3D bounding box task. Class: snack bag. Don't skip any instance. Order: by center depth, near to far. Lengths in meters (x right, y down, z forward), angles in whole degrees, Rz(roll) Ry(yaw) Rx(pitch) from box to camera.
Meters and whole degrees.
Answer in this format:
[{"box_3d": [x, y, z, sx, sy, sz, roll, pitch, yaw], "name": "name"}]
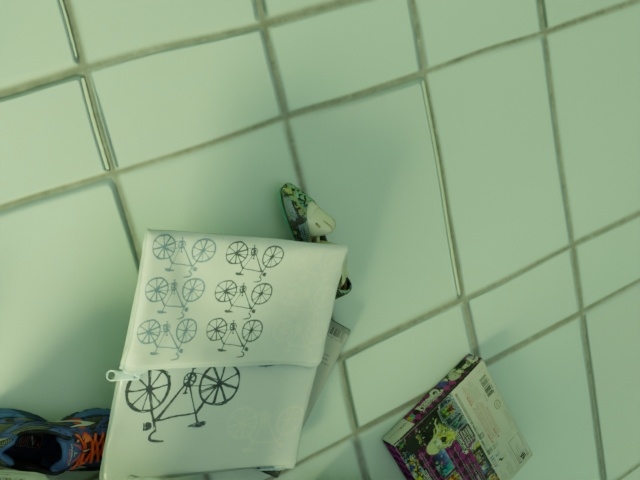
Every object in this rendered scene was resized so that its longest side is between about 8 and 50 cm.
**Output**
[{"box_3d": [-0.119, 0.156, 1.191, 0.323, 0.037, 0.342, 6, 103, -41], "name": "snack bag"}]

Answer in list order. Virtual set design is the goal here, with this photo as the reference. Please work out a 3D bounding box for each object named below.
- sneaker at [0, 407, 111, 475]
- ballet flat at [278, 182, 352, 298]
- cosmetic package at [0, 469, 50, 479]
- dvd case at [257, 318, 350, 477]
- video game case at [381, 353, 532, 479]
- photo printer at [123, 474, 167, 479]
[{"box_3d": [-0.309, 0.254, 1.135, 0.221, 0.087, 0.083, 5, 97, -33], "name": "sneaker"}, {"box_3d": [0.000, 0.000, 1.297, 0.070, 0.070, 0.188, -33, 120, -24], "name": "ballet flat"}, {"box_3d": [-0.373, 0.376, 1.023, 0.117, 0.085, 0.231, 15, 91, -33], "name": "cosmetic package"}, {"box_3d": [-0.076, 0.196, 1.309, 0.179, 0.029, 0.238, 32, 81, -32], "name": "dvd case"}, {"box_3d": [0.230, 0.338, 1.522, 0.210, 0.042, 0.232, -41, 117, -20], "name": "video game case"}, {"box_3d": [-0.209, 0.422, 1.137, 0.256, 0.107, 0.307, -62, 164, -13], "name": "photo printer"}]
